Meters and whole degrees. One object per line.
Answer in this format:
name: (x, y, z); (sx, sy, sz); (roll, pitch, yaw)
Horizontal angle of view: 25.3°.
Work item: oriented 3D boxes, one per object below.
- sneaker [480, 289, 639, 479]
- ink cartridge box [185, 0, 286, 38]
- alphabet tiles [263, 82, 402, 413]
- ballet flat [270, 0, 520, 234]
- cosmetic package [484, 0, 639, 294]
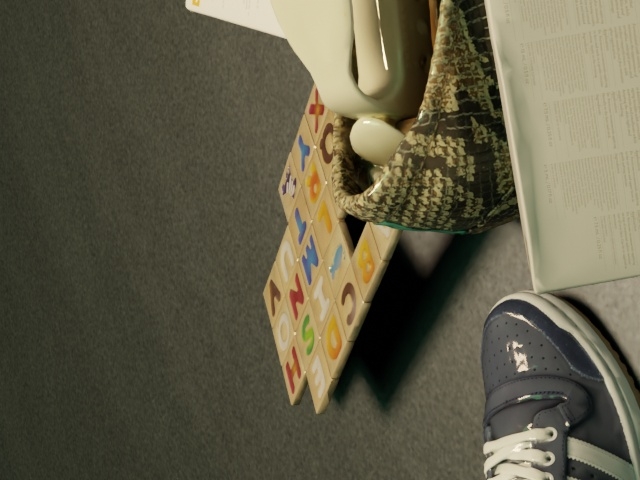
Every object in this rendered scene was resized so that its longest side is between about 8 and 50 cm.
sneaker: (0.118, 0.167, 0.819); (0.099, 0.153, 0.282); (-34, 67, 51)
ink cartridge box: (-0.027, -0.256, 1.058); (0.208, 0.045, 0.206); (27, 115, 52)
alphabet tiles: (0.000, 0.000, 1.037); (0.198, 0.009, 0.237); (-107, 28, -43)
ballet flat: (0.041, -0.241, 0.846); (0.164, 0.182, 0.483); (-4, 92, 56)
cosmetic package: (0.139, -0.098, 0.744); (0.060, 0.099, 0.239); (-77, -23, -71)
